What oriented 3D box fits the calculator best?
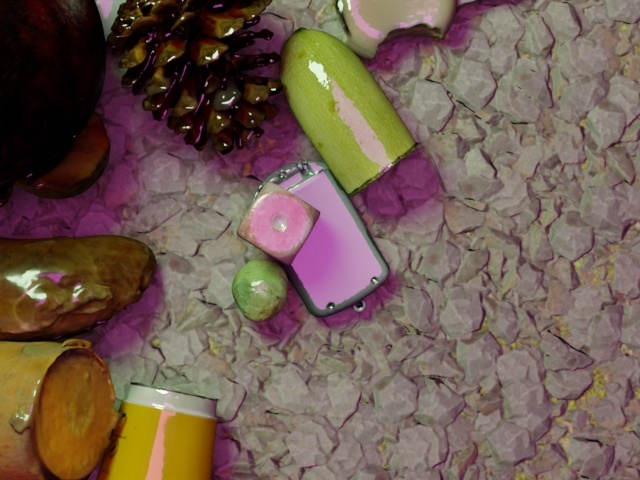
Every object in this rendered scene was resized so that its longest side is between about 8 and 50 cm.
[{"bbox_3d":[0.000,0.000,1.687,0.141,0.045,0.246,-31,91,-3],"label":"calculator"}]

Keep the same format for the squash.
[{"bbox_3d":[0.024,-0.197,1.651,0.132,0.132,0.247,-36,91,-4],"label":"squash"}]

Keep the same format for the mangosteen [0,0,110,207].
[{"bbox_3d":[-0.458,-0.212,1.472,0.381,0.381,0.421,-10,118,-4],"label":"mangosteen"}]

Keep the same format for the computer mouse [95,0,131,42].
[{"bbox_3d":[-0.285,-0.353,1.661,0.231,0.079,0.128,-17,94,-8],"label":"computer mouse"}]

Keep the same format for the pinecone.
[{"bbox_3d":[-0.159,-0.253,1.581,0.246,0.246,0.292,-30,119,-4],"label":"pinecone"}]

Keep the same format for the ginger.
[{"bbox_3d":[-0.394,0.070,1.605,0.321,0.172,0.165,-1,129,-7],"label":"ginger"}]

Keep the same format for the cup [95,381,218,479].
[{"bbox_3d":[-0.235,0.348,1.605,0.196,0.196,0.280,13,80,-4],"label":"cup"}]

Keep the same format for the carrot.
[{"bbox_3d":[-0.466,0.242,1.531,0.340,0.224,0.224,-2,89,23],"label":"carrot"}]

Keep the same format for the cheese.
[{"bbox_3d":[0.159,-0.363,1.687,0.286,0.082,0.163,-10,91,-5],"label":"cheese"}]

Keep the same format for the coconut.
[{"bbox_3d":[-0.088,0.071,1.663,0.088,0.096,0.088,-4,124,-6],"label":"coconut"}]

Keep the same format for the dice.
[{"bbox_3d":[-0.059,-0.025,1.616,0.093,0.091,0.094,32,87,-2],"label":"dice"}]
